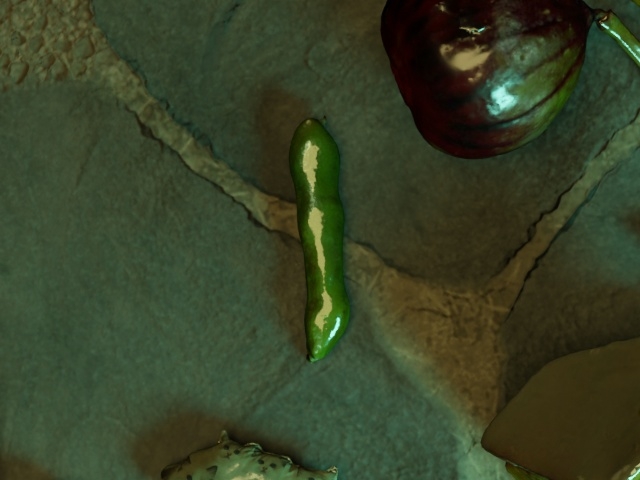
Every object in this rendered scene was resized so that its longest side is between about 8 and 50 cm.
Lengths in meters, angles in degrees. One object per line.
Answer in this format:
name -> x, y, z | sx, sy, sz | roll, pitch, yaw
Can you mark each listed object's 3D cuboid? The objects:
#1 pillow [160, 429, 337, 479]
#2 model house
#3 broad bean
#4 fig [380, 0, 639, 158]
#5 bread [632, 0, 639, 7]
pillow -> -0.050, 0.258, 1.529 | 0.241, 0.051, 0.093 | 17, 93, 15
model house -> 0.310, 0.216, 1.394 | 0.199, 0.229, 0.219 | -44, 35, -7
broad bean -> 0.000, -0.001, 1.526 | 0.052, 0.052, 0.256 | -1, 92, 54
fig -> 0.188, -0.198, 1.424 | 0.249, 0.186, 0.204 | -23, 66, 4
bread -> 0.371, -0.405, 1.403 | 0.328, 0.148, 0.337 | -33, 84, 14
